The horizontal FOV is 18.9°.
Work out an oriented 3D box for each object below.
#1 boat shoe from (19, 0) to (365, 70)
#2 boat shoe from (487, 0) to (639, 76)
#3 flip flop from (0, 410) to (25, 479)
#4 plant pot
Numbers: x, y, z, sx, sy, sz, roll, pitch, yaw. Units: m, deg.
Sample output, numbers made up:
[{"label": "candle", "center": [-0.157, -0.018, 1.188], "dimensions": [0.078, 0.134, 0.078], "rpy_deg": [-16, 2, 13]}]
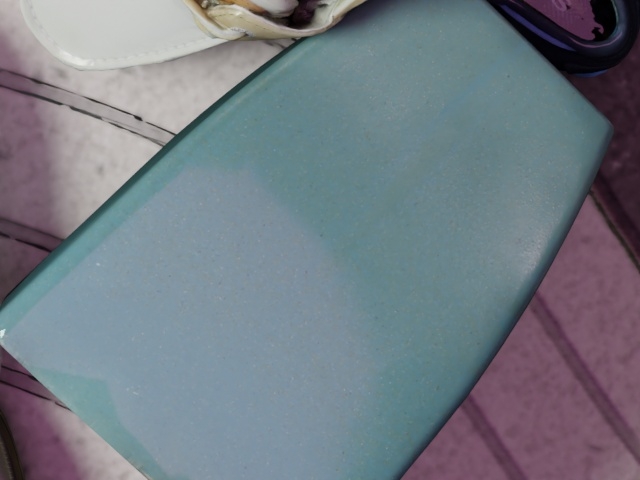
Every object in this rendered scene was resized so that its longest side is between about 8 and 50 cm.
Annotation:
[{"label": "boat shoe", "center": [-0.028, -0.136, 0.756], "dimensions": [0.302, 0.103, 0.113], "rpy_deg": [-27, 113, 41]}, {"label": "boat shoe", "center": [0.051, -0.179, 0.831], "dimensions": [0.258, 0.089, 0.109], "rpy_deg": [38, 95, -5]}, {"label": "flip flop", "center": [-0.167, 0.198, 0.891], "dimensions": [0.112, 0.080, 0.277], "rpy_deg": [-11, 83, -3]}, {"label": "plant pot", "center": [0.000, 0.000, 0.825], "dimensions": [0.165, 0.165, 0.234], "rpy_deg": [42, 88, -7]}]
